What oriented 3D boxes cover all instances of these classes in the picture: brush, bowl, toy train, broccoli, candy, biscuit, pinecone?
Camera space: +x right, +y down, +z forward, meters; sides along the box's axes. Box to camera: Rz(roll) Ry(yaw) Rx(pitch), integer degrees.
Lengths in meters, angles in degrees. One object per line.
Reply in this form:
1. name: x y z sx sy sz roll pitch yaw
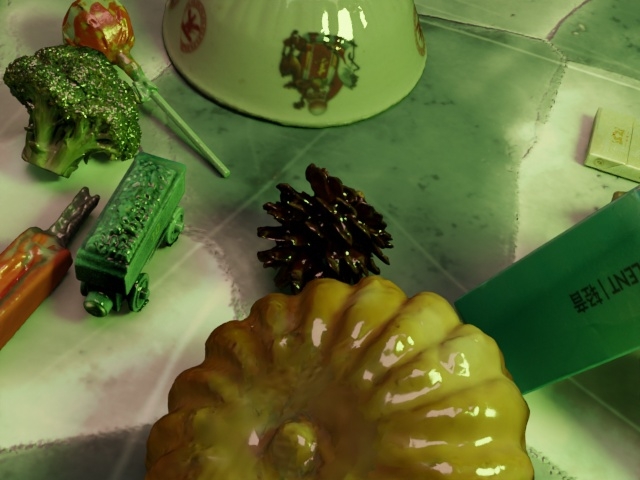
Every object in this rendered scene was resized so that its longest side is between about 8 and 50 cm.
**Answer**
1. brush: -0.290 0.056 0.943 0.051 0.070 0.323 25 49 7
2. bowl: -0.022 -0.307 1.240 0.337 0.157 0.337 5 48 -6
3. toy train: -0.181 -0.007 0.994 0.070 0.099 0.172 17 50 6
4. broccoli: -0.255 -0.134 1.073 0.162 0.146 0.137 21 88 25
5. candy: -0.195 -0.171 1.166 0.078 0.084 0.287 -33 72 -28
6. biscuit: -0.003 0.169 0.782 0.326 0.107 0.325 -12 58 21
7. pinecone: 0.000 -0.001 1.005 0.140 0.140 0.121 39 76 22

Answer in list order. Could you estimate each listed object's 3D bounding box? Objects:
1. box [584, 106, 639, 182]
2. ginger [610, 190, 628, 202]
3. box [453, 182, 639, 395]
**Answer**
1. box: 0.402 -0.099 1.219 0.167 0.024 0.090 19 50 5
2. ginger: 0.454 0.057 1.064 0.166 0.080 0.333 -10 44 -36
3. box: 0.282 0.022 0.903 0.205 0.311 0.118 -26 81 -28
